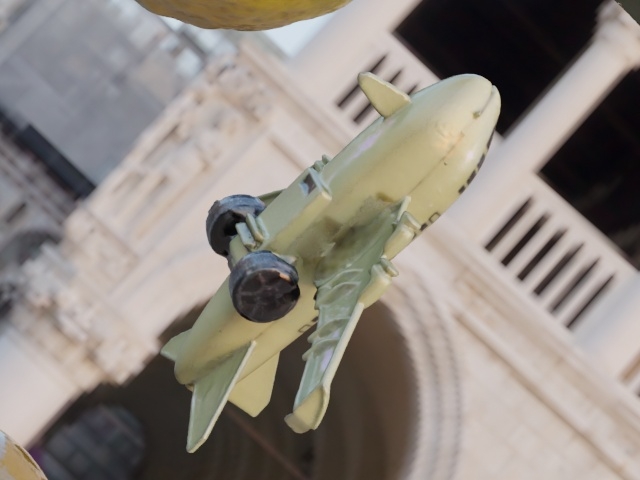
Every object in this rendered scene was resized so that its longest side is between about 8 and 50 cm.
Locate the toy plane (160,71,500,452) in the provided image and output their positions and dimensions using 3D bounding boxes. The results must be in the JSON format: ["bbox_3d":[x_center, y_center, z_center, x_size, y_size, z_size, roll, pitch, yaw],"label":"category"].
[{"bbox_3d":[0.000,0.000,0.964,0.092,0.244,0.229,33,14,-25],"label":"toy plane"}]

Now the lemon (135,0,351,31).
[{"bbox_3d":[-0.064,-0.345,1.541,0.350,0.350,0.387,37,-42,29],"label":"lemon"}]

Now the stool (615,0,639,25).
[{"bbox_3d":[0.404,-0.285,1.683,0.270,0.243,0.170,36,5,-36],"label":"stool"}]

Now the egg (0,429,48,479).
[{"bbox_3d":[-0.305,0.253,1.290,0.250,0.250,0.322,46,13,-19],"label":"egg"}]
